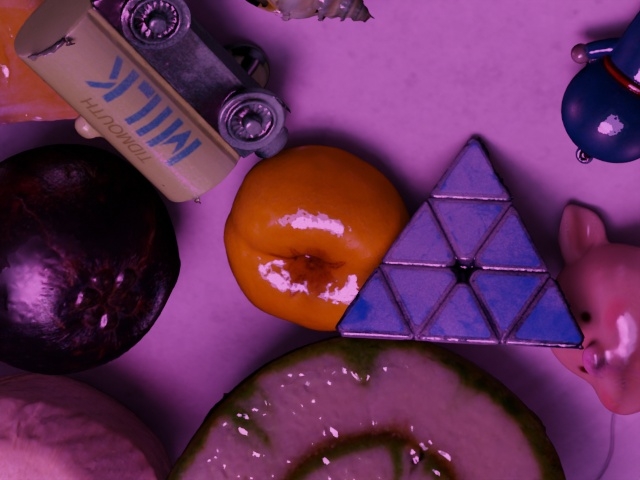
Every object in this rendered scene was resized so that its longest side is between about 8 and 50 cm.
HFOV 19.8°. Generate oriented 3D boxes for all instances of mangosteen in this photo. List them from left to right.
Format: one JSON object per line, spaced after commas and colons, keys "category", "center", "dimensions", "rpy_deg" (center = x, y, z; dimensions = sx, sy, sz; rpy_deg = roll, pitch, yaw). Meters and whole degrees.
{"category": "mangosteen", "center": [-0.237, 0.012, 1.648], "dimensions": [0.216, 0.216, 0.216], "rpy_deg": [7, 125, 10]}

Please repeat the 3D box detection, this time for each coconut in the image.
{"category": "coconut", "center": [-0.282, 0.270, 1.788], "dimensions": [0.329, 0.329, 0.329], "rpy_deg": [7, 125, 10]}

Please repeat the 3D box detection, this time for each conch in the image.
{"category": "conch", "center": [-0.045, -0.233, 1.497], "dimensions": [0.201, 0.079, 0.095], "rpy_deg": [35, 141, 11]}

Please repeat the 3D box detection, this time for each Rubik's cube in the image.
{"category": "Rubik's cube", "center": [0.107, 0.059, 1.552], "dimensions": [0.178, 0.190, 0.211], "rpy_deg": [-20, 124, -21]}

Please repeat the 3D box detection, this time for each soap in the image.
{"category": "soap", "center": [-0.291, -0.170, 1.604], "dimensions": [0.233, 0.076, 0.135], "rpy_deg": [-2, 122, 17]}

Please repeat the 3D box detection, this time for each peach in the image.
{"category": "peach", "center": [0.000, 0.000, 1.629], "dimensions": [0.179, 0.103, 0.179], "rpy_deg": [9, 127, 12]}

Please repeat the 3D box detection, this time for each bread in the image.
{"category": "bread", "center": [0.038, 0.267, 1.668], "dimensions": [0.382, 0.129, 0.366], "rpy_deg": [4, 86, -3]}

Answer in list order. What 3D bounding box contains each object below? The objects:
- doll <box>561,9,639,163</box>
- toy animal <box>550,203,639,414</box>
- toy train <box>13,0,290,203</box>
{"category": "doll", "center": [0.251, -0.123, 1.492], "dimensions": [0.114, 0.085, 0.152], "rpy_deg": [34, 116, 8]}
{"category": "toy animal", "center": [0.316, 0.072, 1.573], "dimensions": [0.248, 0.149, 0.165], "rpy_deg": [10, 113, 17]}
{"category": "toy train", "center": [-0.140, -0.134, 1.530], "dimensions": [0.157, 0.105, 0.253], "rpy_deg": [-35, 130, 11]}
